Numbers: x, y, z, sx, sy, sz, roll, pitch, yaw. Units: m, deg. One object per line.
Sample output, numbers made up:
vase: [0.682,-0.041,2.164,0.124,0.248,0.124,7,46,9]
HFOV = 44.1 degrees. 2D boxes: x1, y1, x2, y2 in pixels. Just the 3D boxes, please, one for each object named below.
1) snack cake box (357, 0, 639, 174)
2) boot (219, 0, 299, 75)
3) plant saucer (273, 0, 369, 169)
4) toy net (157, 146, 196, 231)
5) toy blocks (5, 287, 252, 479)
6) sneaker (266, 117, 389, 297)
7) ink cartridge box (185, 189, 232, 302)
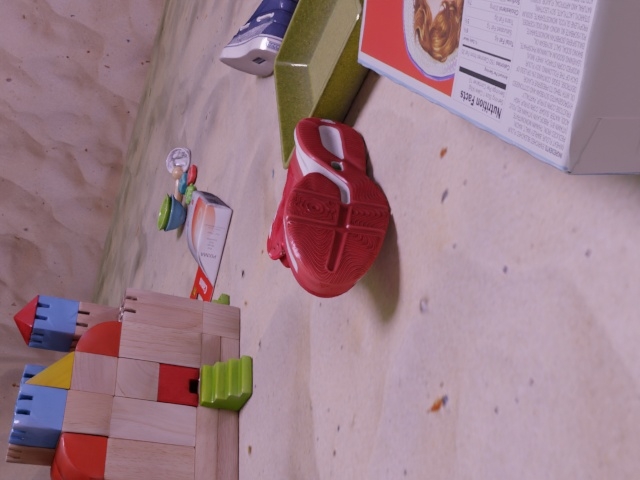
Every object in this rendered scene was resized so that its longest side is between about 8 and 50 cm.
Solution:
snack cake box: [0.104,-0.141,0.396,0.264,0.089,0.152,-124,35,-63]
boot: [-0.074,-0.274,1.049,0.190,0.069,0.086,12,83,62]
plant saucer: [0.009,-0.192,0.786,0.188,0.045,0.188,-98,27,-43]
toy net: [-0.276,-0.122,1.524,0.232,0.045,0.122,-101,29,-47]
toy blocks: [-0.231,0.199,0.899,0.191,0.260,0.382,124,150,-46]
sneaker: [0.000,0.000,0.680,0.221,0.086,0.128,-84,8,-53]
ink cartridge box: [-0.187,0.021,1.203,0.145,0.045,0.180,-146,72,-69]
